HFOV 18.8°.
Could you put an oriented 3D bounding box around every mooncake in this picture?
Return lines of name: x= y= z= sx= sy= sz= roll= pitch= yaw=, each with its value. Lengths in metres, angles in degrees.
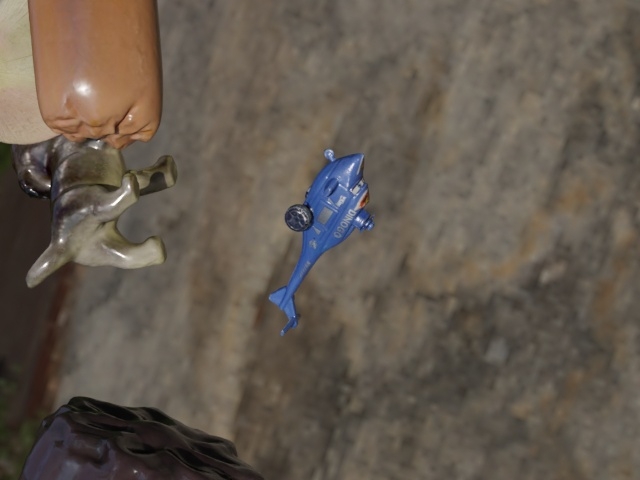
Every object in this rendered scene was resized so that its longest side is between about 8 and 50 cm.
mooncake: x=-0.193 y=0.271 z=2.138 sx=0.283 sy=0.283 sz=0.141 roll=-147 pitch=72 yaw=-68

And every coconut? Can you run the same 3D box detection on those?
coconut: x=-0.265 y=-0.166 z=1.711 sx=0.171 sy=0.171 sz=0.183 roll=-59 pitch=-14 yaw=24

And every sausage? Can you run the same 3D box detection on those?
sausage: x=-0.153 y=-0.198 z=1.262 sx=0.086 sy=0.086 sz=0.289 roll=-33 pitch=59 yaw=56

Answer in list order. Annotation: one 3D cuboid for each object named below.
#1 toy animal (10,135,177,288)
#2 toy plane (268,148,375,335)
toy animal: x=-0.237 y=-0.059 z=2.006 sx=0.169 sy=0.121 sz=0.233 roll=-19 pitch=42 yaw=5
toy plane: x=0.000 y=0.000 z=1.494 sx=0.167 sy=0.062 sz=0.054 roll=-62 pitch=-8 yaw=31
